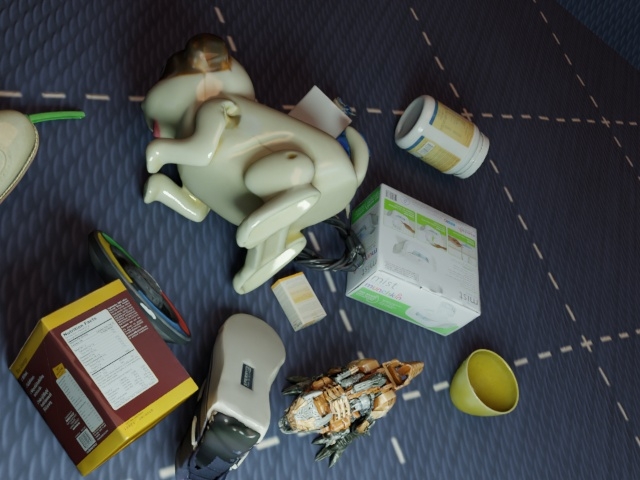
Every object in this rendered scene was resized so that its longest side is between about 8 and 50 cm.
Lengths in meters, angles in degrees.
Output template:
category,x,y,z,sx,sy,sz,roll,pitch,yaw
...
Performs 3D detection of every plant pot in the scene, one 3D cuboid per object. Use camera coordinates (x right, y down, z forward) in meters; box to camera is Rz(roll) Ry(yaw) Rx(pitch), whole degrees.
category,x,y,z,sx,sy,sz,roll,pitch,yaw
plant pot,0.318,0.300,1.525,0.134,0.095,0.134,19,51,-25

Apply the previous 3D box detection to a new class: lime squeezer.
category,x,y,z,sx,sy,sz,roll,pitch,yaw
lime squeezer,-0.513,-0.167,1.268,0.110,0.059,0.310,35,45,-11

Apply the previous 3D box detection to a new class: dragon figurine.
category,x,y,z,sx,sy,sz,roll,pitch,yaw
dragon figurine,0.051,-0.198,1.681,0.144,0.085,0.289,-13,68,-41

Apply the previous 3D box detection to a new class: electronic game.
category,x,y,z,sx,sy,sz,roll,pitch,yaw
electronic game,-0.281,0.074,1.182,0.048,0.229,0.229,-41,88,-5

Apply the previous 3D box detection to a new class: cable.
category,x,y,z,sx,sy,sz,roll,pitch,yaw
cable,0.000,0.000,1.524,0.151,0.047,0.184,-10,47,-21

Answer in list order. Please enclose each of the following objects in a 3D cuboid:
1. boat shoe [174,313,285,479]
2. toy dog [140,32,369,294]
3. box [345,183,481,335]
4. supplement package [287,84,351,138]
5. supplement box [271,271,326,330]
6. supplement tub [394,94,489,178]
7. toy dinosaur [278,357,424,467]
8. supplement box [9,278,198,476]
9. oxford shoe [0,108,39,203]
category,x,y,z,sx,sy,sz,roll,pitch,yaw
boat shoe,-0.152,0.252,1.213,0.127,0.158,0.340,33,18,-8
toy dog,-0.147,-0.182,1.361,0.395,0.284,0.408,-39,76,-14
box,0.200,0.043,1.595,0.262,0.127,0.231,23,50,-22
supplement package,-0.035,-0.212,1.550,0.105,0.179,0.105,44,0,-2
supplement box,-0.041,0.115,1.431,0.062,0.036,0.098,-17,71,-42
supplement tub,0.298,-0.252,1.858,0.200,0.144,0.144,28,48,-18
toy dinosaur,0.061,0.270,1.271,0.322,0.218,0.164,9,55,-31
supplement box,-0.311,0.195,1.068,0.129,0.191,0.194,-31,82,-44
oxford shoe,-0.556,-0.082,1.083,0.140,0.146,0.397,45,53,-7
